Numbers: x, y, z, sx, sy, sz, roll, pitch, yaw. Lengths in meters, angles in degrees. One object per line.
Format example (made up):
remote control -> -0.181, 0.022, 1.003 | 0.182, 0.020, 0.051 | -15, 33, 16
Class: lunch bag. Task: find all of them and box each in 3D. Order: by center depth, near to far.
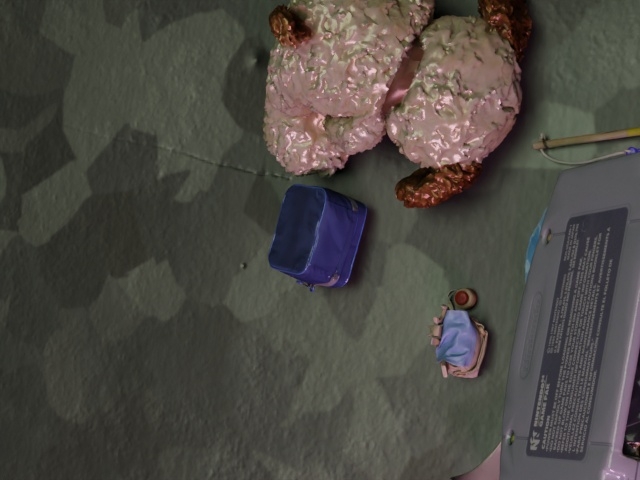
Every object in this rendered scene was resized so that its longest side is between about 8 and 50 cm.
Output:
lunch bag -> 0.000, 0.000, 1.527 | 0.067, 0.065, 0.098 | 16, 90, 51

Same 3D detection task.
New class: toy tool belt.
toy tool belt -> 0.123, 0.082, 1.455 | 0.052, 0.051, 0.083 | -1, 83, 30

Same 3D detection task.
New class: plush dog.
plush dog -> 0.074, -0.156, 1.452 | 0.225, 0.210, 0.262 | 22, 95, 7

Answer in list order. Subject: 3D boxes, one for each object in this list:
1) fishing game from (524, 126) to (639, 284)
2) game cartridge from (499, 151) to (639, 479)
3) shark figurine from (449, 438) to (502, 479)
fishing game -> 0.257, 0.030, 1.393 | 0.189, 0.041, 0.264 | -1, 83, 32
game cartridge -> 0.218, 0.080, 1.290 | 0.196, 0.060, 0.294 | -7, 69, 66
shark figurine -> 0.210, 0.302, 1.372 | 0.116, 0.166, 0.278 | -23, 53, 0
